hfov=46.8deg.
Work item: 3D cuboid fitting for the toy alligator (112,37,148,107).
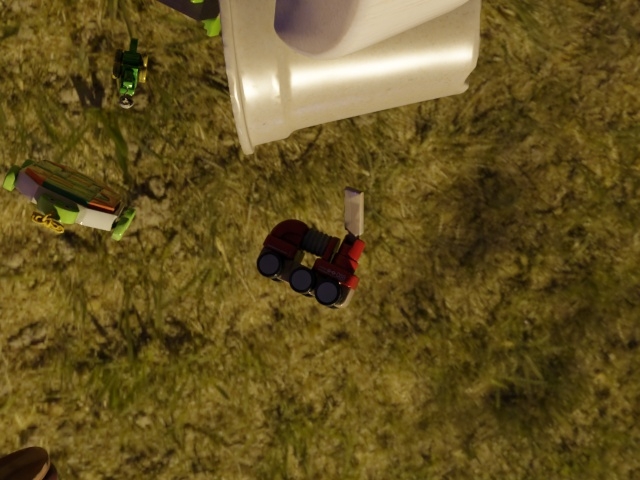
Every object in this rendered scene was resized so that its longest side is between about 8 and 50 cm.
[{"bbox_3d":[-0.337,-0.282,1.299,0.056,0.190,0.051,6,141,-14],"label":"toy alligator"}]

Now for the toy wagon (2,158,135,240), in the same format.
[{"bbox_3d":[-0.542,-0.089,1.604,0.267,0.344,0.068,26,97,-13],"label":"toy wagon"}]

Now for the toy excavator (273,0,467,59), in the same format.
[{"bbox_3d":[-0.090,-0.346,0.343,0.222,0.433,0.445,-29,130,-23],"label":"toy excavator"}]

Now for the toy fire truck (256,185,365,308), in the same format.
[{"bbox_3d":[0.000,0.000,1.596,0.217,0.158,0.246,25,85,14],"label":"toy fire truck"}]

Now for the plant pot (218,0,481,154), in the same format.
[{"bbox_3d":[0.036,-0.292,0.963,0.305,0.334,0.334,-5,121,0],"label":"plant pot"}]

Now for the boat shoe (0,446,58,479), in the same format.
[{"bbox_3d":[-0.302,0.259,0.604,0.207,0.073,0.073,-37,120,-29],"label":"boat shoe"}]

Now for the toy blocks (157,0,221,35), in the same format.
[{"bbox_3d":[-0.333,-0.653,1.830,0.260,0.381,0.191,28,116,8],"label":"toy blocks"}]
